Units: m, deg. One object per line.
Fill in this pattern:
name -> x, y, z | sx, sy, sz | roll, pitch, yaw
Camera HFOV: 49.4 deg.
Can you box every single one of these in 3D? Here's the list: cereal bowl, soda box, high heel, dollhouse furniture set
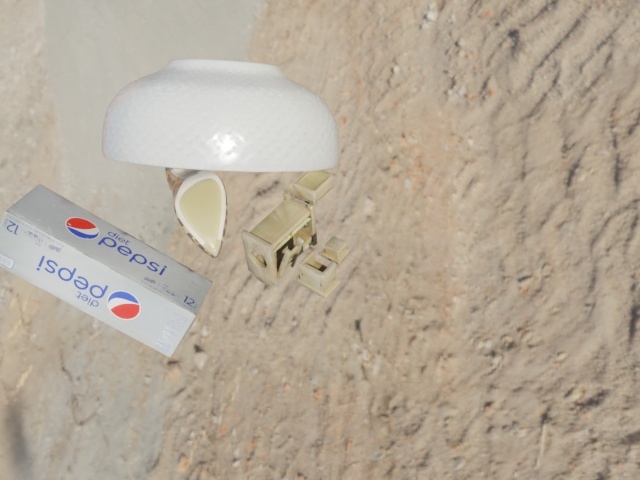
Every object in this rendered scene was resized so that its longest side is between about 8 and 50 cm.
cereal bowl -> -0.139, -0.183, 1.004 | 0.339, 0.338, 0.141 | 16, 106, 52
soda box -> -0.303, 0.042, 0.977 | 0.091, 0.286, 0.098 | -56, 9, 26
high heel -> -0.221, -0.061, 1.262 | 0.186, 0.093, 0.261 | 104, 147, -66
dollhouse furniture set -> 0.000, 0.000, 1.090 | 0.161, 0.101, 0.182 | 28, 55, 26
